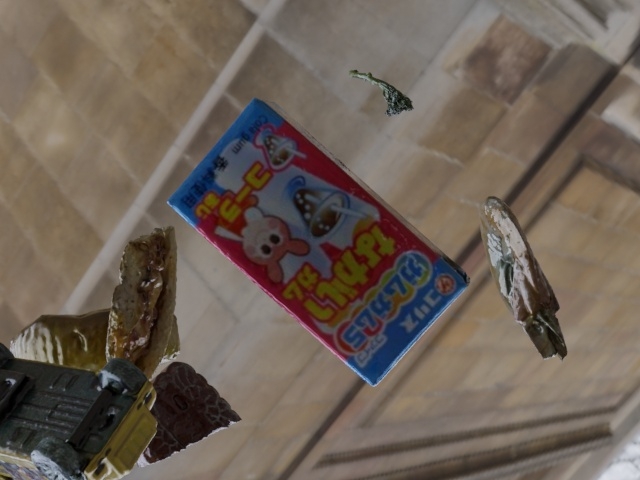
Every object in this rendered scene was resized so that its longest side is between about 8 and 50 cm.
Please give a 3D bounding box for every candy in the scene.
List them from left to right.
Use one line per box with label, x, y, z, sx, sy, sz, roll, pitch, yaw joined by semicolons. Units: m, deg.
candy;-0.341;0.160;1.503;0.260;0.260;0.118;-4;-98;-66
candy;0.000;0.000;1.082;0.306;0.157;0.100;42;-171;3

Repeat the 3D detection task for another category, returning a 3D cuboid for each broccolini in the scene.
broccolini;0.109;-0.298;1.886;0.194;0.054;0.052;48;159;43

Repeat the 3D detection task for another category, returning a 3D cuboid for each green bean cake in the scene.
green bean cake;-0.318;0.388;2.123;0.198;0.097;0.232;49;-124;1

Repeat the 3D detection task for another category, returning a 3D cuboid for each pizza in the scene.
pizza;-0.238;0.089;1.329;0.134;0.056;0.271;76;-160;-46

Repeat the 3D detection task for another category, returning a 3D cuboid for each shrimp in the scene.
shrimp;0.326;0.057;1.602;0.168;0.077;0.317;73;175;-50

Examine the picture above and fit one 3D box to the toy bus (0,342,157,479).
toy bus;-0.297;0.183;0.985;0.335;0.121;0.123;2;134;36
